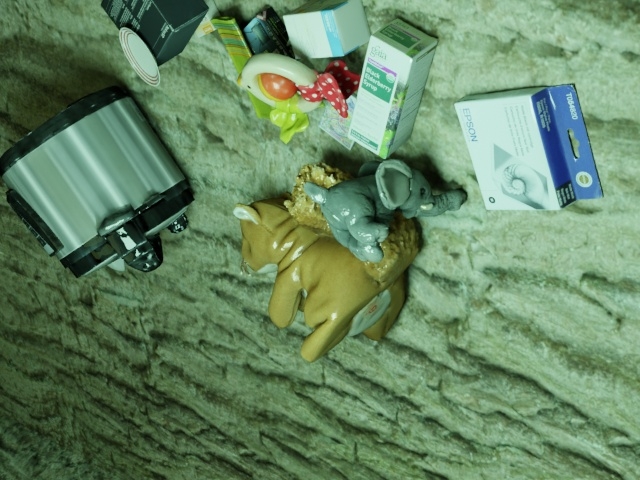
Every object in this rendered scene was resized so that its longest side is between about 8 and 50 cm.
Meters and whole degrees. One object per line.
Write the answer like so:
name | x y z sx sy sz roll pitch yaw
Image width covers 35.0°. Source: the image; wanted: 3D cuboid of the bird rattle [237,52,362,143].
bird rattle | -0.052 -0.286 1.943 0.207 0.143 0.253 25 168 -20

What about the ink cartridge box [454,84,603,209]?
ink cartridge box | 0.364 -0.158 1.791 0.224 0.045 0.223 -1 118 43

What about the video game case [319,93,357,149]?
video game case | 0.047 -0.251 2.050 0.087 0.011 0.122 39 139 15

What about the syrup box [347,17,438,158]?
syrup box | 0.131 -0.280 1.882 0.093 0.096 0.237 33 138 19

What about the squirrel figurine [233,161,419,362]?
squirrel figurine | 0.000 0.000 2.142 0.370 0.281 0.397 44 127 25

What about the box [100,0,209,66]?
box | -0.351 -0.488 2.125 0.184 0.103 0.261 57 158 -3

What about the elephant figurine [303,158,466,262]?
elephant figurine | 0.128 -0.087 1.914 0.169 0.239 0.186 36 163 37

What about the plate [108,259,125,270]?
plate | -0.672 -0.061 2.853 0.278 0.045 0.277 26 135 28

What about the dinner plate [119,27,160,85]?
dinner plate | -0.383 -0.395 2.175 0.141 0.017 0.141 42 156 23

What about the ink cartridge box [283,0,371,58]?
ink cartridge box | 0.005 -0.401 1.911 0.143 0.092 0.090 5 122 41

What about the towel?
towel | -0.154 -0.356 2.113 0.102 0.021 0.237 25 145 61

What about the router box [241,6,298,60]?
router box | -0.099 -0.397 2.055 0.122 0.038 0.092 54 142 -3

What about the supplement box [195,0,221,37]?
supplement box | -0.252 -0.484 2.135 0.062 0.036 0.098 -11 111 48

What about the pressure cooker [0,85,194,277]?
pressure cooker | -0.507 -0.108 2.409 0.375 0.370 0.420 -28 100 40
